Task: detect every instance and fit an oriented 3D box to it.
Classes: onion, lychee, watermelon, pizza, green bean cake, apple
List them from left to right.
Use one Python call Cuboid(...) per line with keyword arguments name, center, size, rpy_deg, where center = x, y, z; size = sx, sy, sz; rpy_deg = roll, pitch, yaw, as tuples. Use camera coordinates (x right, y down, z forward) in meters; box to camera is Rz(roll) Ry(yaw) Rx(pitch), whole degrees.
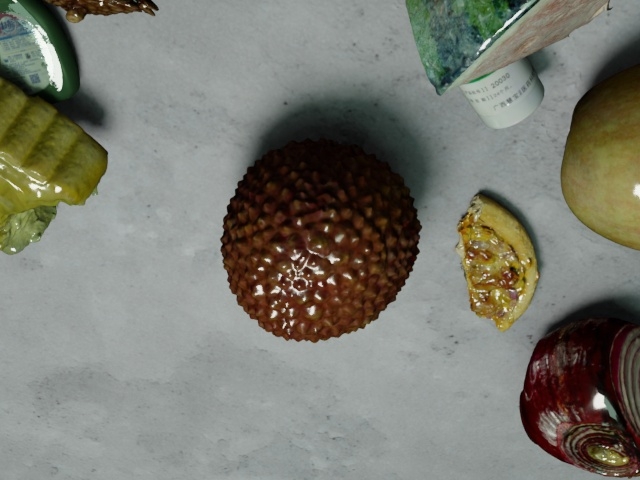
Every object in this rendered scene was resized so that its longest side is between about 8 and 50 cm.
Cuboid(name="green bean cake", center=(-0.429, -0.093, 1.310), size=(0.233, 0.124, 0.236), rpy_deg=(35, 143, -21))
Cuboid(name="lychee", center=(0.000, 0.000, 1.303), size=(0.276, 0.304, 0.275), rpy_deg=(1, 95, 9))
Cuboid(name="pizza", center=(0.262, 0.042, 1.453), size=(0.127, 0.058, 0.246), rpy_deg=(0, 124, 4))
Cuboid(name="watermelon", center=(0.206, -0.306, 1.106), size=(0.251, 0.283, 0.292), rpy_deg=(-20, 146, 4))
Cuboid(name="onion", center=(0.404, 0.226, 1.497), size=(0.206, 0.216, 0.207), rpy_deg=(-20, 121, 43))
Cuboid(name="apple", center=(0.423, -0.109, 1.219), size=(0.234, 0.256, 0.256), rpy_deg=(11, 128, 17))

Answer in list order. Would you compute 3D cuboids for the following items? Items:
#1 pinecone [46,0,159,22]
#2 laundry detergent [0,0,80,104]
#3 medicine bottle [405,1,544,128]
Cuboid(name="pinecone", center=(-0.265, -0.346, 1.125), size=(0.208, 0.207, 0.207), rpy_deg=(1, 126, 2))
Cuboid(name="laundry detergent", center=(-0.403, -0.271, 1.257), size=(0.137, 0.063, 0.210), rpy_deg=(-8, 125, 17))
Cuboid(name="medicine bottle", center=(0.180, -0.259, 1.216), size=(0.095, 0.095, 0.260), rpy_deg=(-30, 119, 22))
